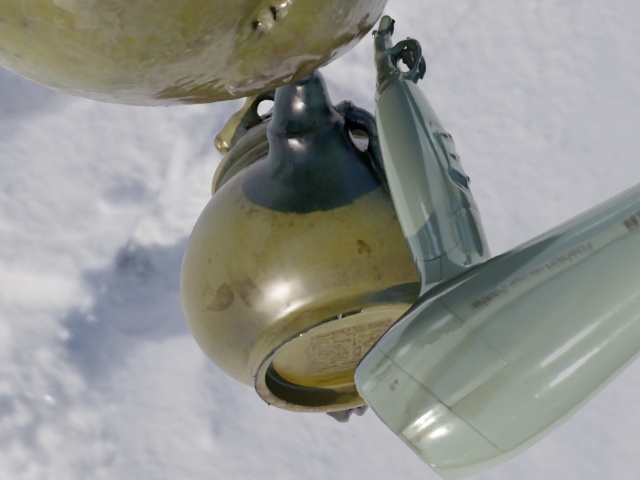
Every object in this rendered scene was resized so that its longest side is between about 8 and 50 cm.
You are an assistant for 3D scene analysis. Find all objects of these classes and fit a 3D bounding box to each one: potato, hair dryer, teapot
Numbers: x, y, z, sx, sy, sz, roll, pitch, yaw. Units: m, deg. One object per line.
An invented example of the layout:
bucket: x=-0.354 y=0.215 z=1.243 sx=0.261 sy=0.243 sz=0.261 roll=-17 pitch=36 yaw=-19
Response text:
potato: x=-0.063 y=-0.135 z=0.707 sx=0.251 sy=0.174 sz=0.159 roll=4 pitch=126 yaw=-47
hair dryer: x=0.084 y=-0.036 z=0.691 sx=0.206 sy=0.237 sz=0.075 roll=-37 pitch=137 yaw=9
teapot: x=0.000 y=0.000 z=0.936 sx=0.173 sy=0.182 sz=0.269 roll=-14 pitch=150 yaw=-5
